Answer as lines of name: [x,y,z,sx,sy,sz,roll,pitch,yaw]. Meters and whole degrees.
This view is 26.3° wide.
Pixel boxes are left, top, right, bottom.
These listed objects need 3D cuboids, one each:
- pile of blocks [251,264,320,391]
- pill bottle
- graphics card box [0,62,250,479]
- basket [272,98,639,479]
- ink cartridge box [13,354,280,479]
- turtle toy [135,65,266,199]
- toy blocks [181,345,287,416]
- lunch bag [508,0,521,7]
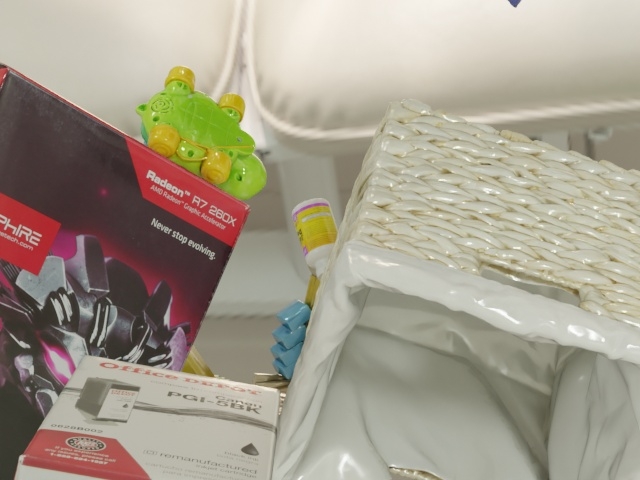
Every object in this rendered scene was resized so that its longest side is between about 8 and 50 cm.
pile of blocks: [-0.010,0.200,2.001,0.148,0.362,0.112,3,10,-26]
pill bottle: [0.000,0.000,1.463,0.043,0.043,0.083,-16,66,-4]
graphics card box: [-0.224,0.086,1.000,0.094,0.232,0.371,9,72,53]
basket: [0.150,0.099,1.270,0.328,0.331,0.266,17,40,-2]
ink cartridge box: [-0.070,0.100,0.584,0.099,0.135,0.056,10,102,-2]
turtle toy: [-0.099,-0.079,1.150,0.130,0.066,0.095,28,47,-19]
toy blocks: [-0.073,0.221,1.475,0.260,0.381,0.191,7,91,17]
lunch bag: [0.154,-0.357,1.175,0.138,0.293,0.221,-41,83,-1]
